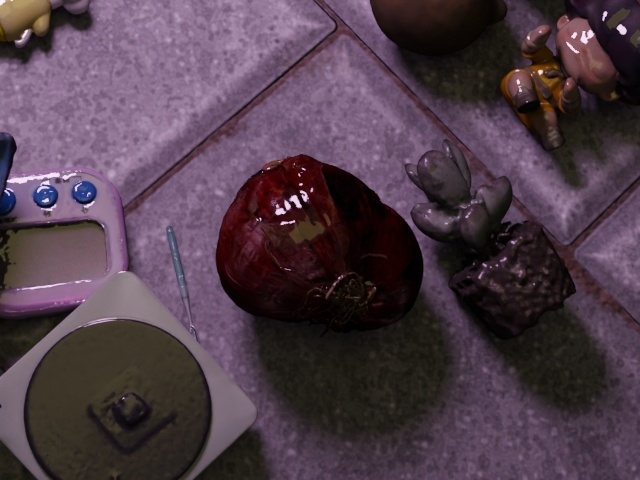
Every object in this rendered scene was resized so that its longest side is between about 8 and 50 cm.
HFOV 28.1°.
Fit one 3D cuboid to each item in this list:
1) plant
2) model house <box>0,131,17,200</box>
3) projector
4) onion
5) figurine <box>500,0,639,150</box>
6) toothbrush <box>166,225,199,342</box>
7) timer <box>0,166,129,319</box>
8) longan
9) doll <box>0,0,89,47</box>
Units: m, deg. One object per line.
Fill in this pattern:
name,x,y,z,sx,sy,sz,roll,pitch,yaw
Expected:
plant,0.218,-0.008,1.699,0.149,0.146,0.274,-33,82,-11
model house,-0.570,-0.025,1.552,0.360,0.297,0.339,1,37,24
projector,-0.254,0.210,1.604,0.259,0.079,0.257,-42,94,-9
onion,0.005,0.012,1.637,0.281,0.281,0.221,26,117,0
figurine,0.374,-0.254,1.779,0.257,0.167,0.192,-30,94,8
toothbrush,-0.184,0.059,1.697,0.011,0.014,0.167,-14,78,-2
timer,-0.357,0.004,1.660,0.209,0.069,0.190,-5,77,-10
longan,0.165,-0.344,1.774,0.204,0.159,0.184,13,69,-19
doll,-0.392,-0.327,1.744,0.162,0.062,0.106,-27,89,-12
